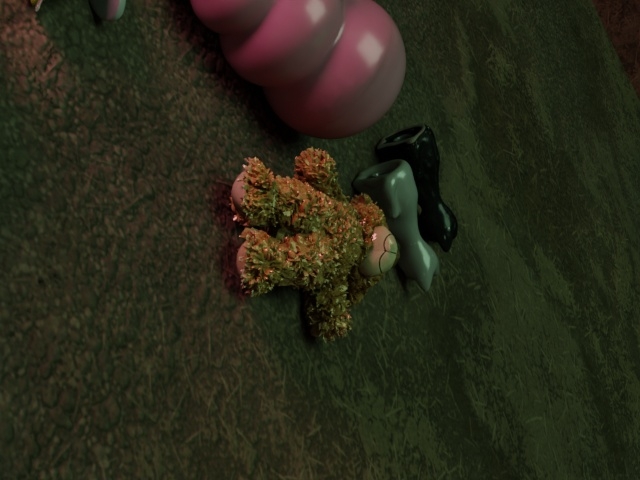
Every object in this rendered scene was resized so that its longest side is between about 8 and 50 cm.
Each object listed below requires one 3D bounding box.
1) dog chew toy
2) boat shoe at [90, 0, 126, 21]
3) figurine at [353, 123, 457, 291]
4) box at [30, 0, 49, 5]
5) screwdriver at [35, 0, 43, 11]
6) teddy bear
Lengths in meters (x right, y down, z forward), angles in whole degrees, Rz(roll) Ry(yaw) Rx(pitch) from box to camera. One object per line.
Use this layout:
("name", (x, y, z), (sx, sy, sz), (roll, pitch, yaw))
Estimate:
("dog chew toy", (-0.039, -0.279, 1.564), (0.332, 0.207, 0.206), (35, 44, -35))
("boat shoe", (-0.246, -0.319, 1.374), (0.040, 0.049, 0.142), (11, 61, -58))
("figurine", (0.151, -0.047, 1.860), (0.209, 0.092, 0.215), (64, 30, -20))
("box", (-0.312, -0.353, 1.288), (0.178, 0.042, 0.109), (66, 29, -10))
("screwdriver", (-0.277, -0.300, 1.257), (0.025, 0.024, 0.170), (82, 15, -58))
("teddy bear", (0.000, 0.000, 1.540), (0.338, 0.113, 0.245), (36, 46, -45))
